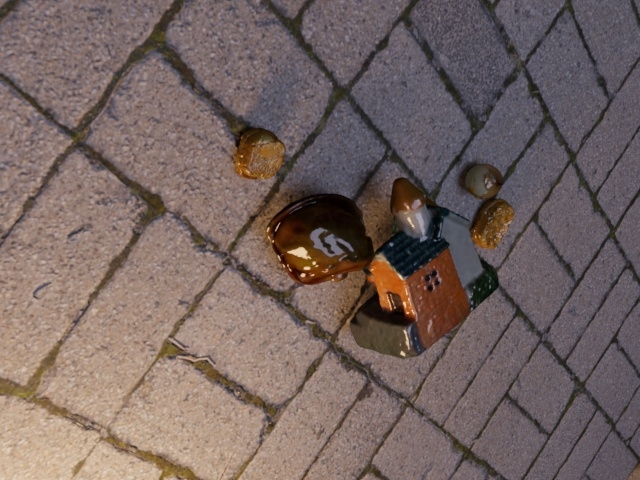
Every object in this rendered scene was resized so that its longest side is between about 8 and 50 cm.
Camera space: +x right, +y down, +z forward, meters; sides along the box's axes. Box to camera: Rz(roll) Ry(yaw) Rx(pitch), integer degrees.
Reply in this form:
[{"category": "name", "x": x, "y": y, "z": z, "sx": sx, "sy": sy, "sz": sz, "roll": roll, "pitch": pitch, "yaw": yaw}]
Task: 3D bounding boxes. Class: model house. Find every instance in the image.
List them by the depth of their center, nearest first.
[{"category": "model house", "x": 0.157, "y": 0.018, "z": 1.502, "sx": 0.271, "sy": 0.190, "sz": 0.300, "roll": -33, "pitch": 118, "yaw": -30}]

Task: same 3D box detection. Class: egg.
[{"category": "egg", "x": 0.325, "y": -0.117, "z": 1.651, "sx": 0.083, "sy": 0.071, "sz": 0.071, "roll": 4, "pitch": 107, "yaw": -57}]

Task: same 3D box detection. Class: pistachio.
[{"category": "pistachio", "x": 0.000, "y": 0.000, "z": 1.366, "sx": 0.210, "sy": 0.131, "sz": 0.165, "roll": 23, "pitch": 97, "yaw": -38}]

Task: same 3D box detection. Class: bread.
[{"category": "bread", "x": -0.092, "y": -0.131, "z": 1.275, "sx": 0.081, "sy": 0.046, "sz": 0.083, "roll": -28, "pitch": 129, "yaw": -23}, {"category": "bread", "x": 0.358, "y": -0.035, "z": 1.738, "sx": 0.083, "sy": 0.044, "sz": 0.110, "roll": 23, "pitch": 95, "yaw": -45}]
